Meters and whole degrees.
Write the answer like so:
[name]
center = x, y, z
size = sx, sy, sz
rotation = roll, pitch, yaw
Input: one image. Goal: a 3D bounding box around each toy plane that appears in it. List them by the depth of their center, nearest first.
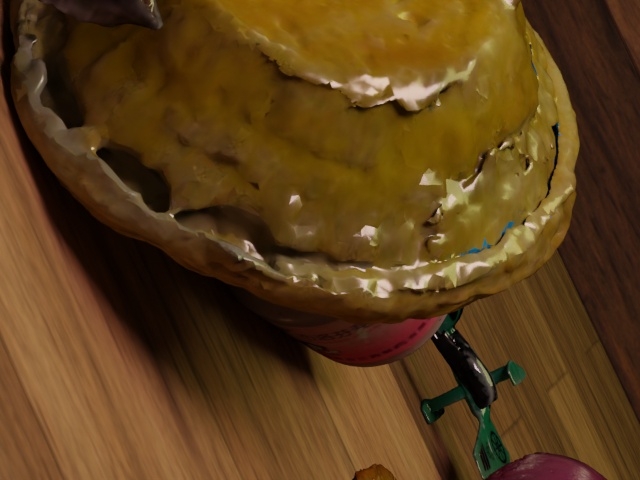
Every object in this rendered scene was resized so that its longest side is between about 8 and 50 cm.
[toy plane]
center = 0.093, 0.044, 1.681
size = 0.381, 0.106, 0.155
rotation = 66, 20, 4

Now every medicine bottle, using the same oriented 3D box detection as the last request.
[medicine bottle]
center = 0.000, 0.000, 1.302
size = 0.247, 0.147, 0.147
rotation = 36, 31, -62

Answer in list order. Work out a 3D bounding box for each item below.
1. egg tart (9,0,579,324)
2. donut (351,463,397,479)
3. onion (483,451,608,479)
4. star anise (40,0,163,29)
[egg tart]
center = -0.004, -0.121, 1.133
size = 0.169, 0.388, 0.388
rotation = 113, -27, -43
[donut]
center = 0.032, 0.240, 1.136
size = 0.174, 0.074, 0.190
rotation = -28, 97, -78
[onion]
center = 0.181, 0.276, 1.446
size = 0.200, 0.200, 0.207
rotation = -9, 105, -76
[star anise]
center = -0.201, -0.239, 0.963
size = 0.332, 0.117, 0.331
rotation = 34, 44, -40
